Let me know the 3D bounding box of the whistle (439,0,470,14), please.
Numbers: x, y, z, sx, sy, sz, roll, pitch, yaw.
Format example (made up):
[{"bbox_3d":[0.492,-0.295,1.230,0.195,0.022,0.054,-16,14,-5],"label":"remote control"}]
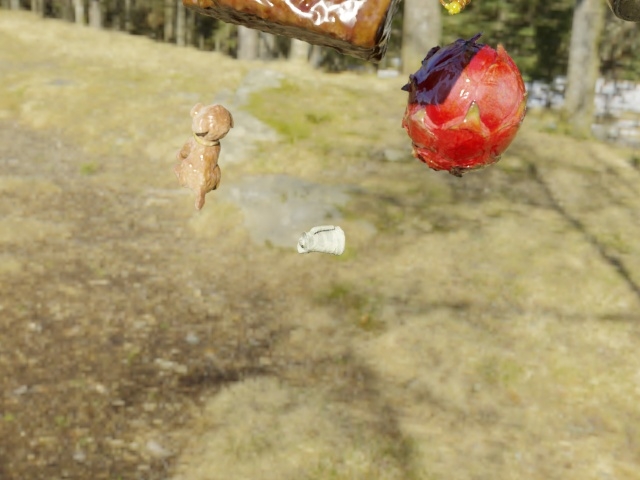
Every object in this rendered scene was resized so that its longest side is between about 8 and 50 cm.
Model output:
[{"bbox_3d":[0.283,-0.501,2.028,0.109,0.057,0.046,-46,19,-21],"label":"whistle"}]

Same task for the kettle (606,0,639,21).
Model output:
[{"bbox_3d":[0.513,-0.546,1.680,0.268,0.290,0.207,1,-28,-47],"label":"kettle"}]

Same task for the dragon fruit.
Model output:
[{"bbox_3d":[0.263,-0.241,1.848,0.252,0.241,0.241,-44,25,-5],"label":"dragon fruit"}]

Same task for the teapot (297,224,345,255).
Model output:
[{"bbox_3d":[0.000,0.000,1.897,0.083,0.067,0.057,-6,40,-18],"label":"teapot"}]

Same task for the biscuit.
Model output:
[{"bbox_3d":[-0.028,-0.523,1.771,0.395,0.342,0.166,15,3,5],"label":"biscuit"}]

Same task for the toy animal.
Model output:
[{"bbox_3d":[-0.235,-0.184,2.113,0.104,0.185,0.183,13,40,-27],"label":"toy animal"}]
